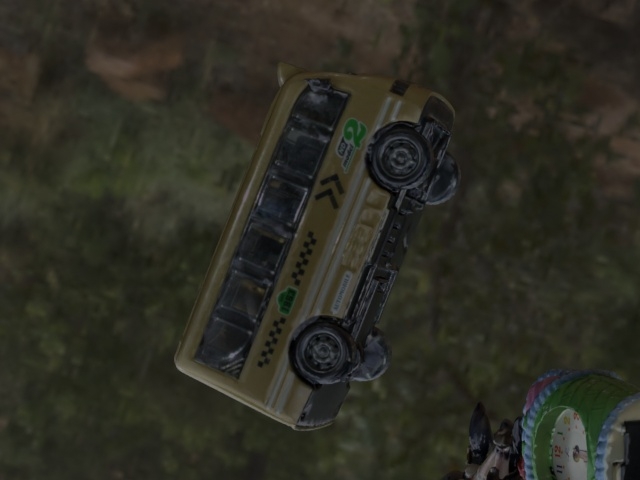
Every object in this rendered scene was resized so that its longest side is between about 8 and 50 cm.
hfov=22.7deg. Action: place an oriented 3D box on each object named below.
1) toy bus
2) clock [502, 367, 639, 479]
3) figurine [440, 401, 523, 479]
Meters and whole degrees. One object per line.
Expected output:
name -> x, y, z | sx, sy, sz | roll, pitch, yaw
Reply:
toy bus -> 0.000, 0.000, 1.635 | 0.202, 0.365, 0.177 | 22, -179, 16
clock -> 0.196, 0.192, 1.186 | 0.100, 0.193, 0.195 | 2, 178, -20
figurine -> 0.175, 0.278, 1.503 | 0.197, 0.175, 0.265 | 45, 153, -4
